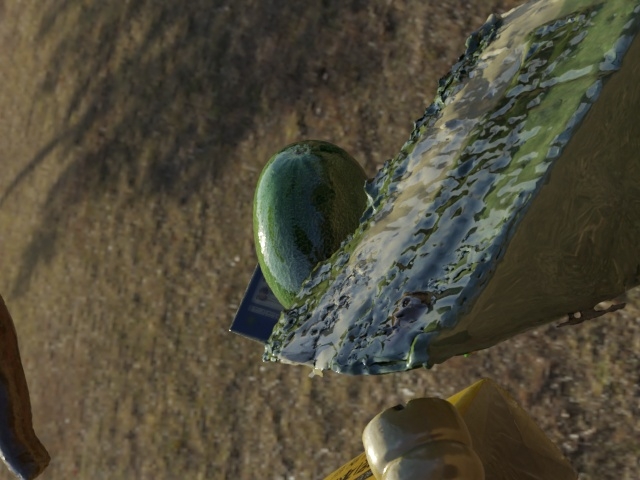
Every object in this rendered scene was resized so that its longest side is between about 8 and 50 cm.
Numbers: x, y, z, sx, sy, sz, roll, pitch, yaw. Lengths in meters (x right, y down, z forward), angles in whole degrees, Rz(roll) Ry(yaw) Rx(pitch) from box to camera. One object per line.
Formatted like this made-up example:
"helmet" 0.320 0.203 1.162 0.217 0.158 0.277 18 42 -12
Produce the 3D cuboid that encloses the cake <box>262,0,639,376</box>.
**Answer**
"cake" 0.092 -0.044 0.543 0.158 0.283 0.172 -14 92 56

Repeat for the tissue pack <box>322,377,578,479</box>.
"tissue pack" 0.119 0.400 1.400 0.228 0.293 0.382 49 126 -2

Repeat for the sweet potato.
"sweet potato" -0.456 0.139 1.397 0.109 0.109 0.385 -20 97 51

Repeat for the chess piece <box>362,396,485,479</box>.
"chess piece" 0.058 0.127 0.446 0.066 0.066 0.122 -54 41 30

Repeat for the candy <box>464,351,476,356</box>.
"candy" 0.220 0.051 1.525 0.124 0.365 0.124 -5 59 9

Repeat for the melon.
"melon" 0.000 0.000 1.437 0.182 0.182 0.288 39 142 52

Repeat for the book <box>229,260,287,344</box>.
"book" -0.029 0.079 2.162 0.228 0.018 0.323 20 77 16
